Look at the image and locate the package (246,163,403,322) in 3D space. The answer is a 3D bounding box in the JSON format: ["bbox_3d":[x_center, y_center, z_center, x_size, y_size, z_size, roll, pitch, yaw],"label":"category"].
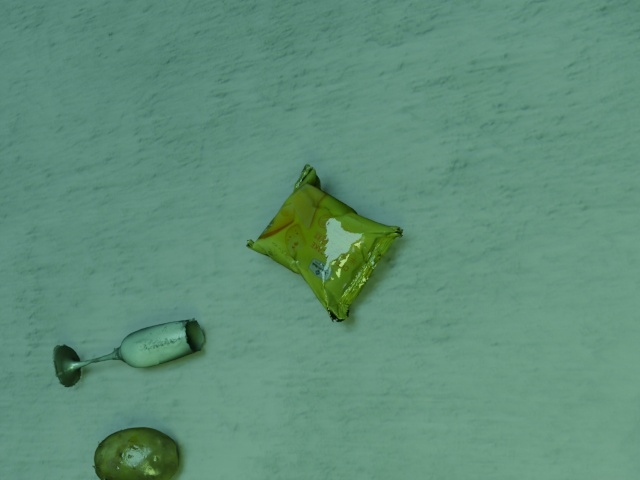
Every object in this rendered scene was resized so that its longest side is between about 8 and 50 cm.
[{"bbox_3d":[0.000,0.000,1.603,0.226,0.090,0.168,35,89,36],"label":"package"}]

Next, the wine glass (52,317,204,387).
[{"bbox_3d":[-0.295,0.171,1.714,0.262,0.074,0.074,-15,59,24],"label":"wine glass"}]

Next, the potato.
[{"bbox_3d":[-0.275,0.320,1.620,0.138,0.070,0.092,-10,63,27],"label":"potato"}]
